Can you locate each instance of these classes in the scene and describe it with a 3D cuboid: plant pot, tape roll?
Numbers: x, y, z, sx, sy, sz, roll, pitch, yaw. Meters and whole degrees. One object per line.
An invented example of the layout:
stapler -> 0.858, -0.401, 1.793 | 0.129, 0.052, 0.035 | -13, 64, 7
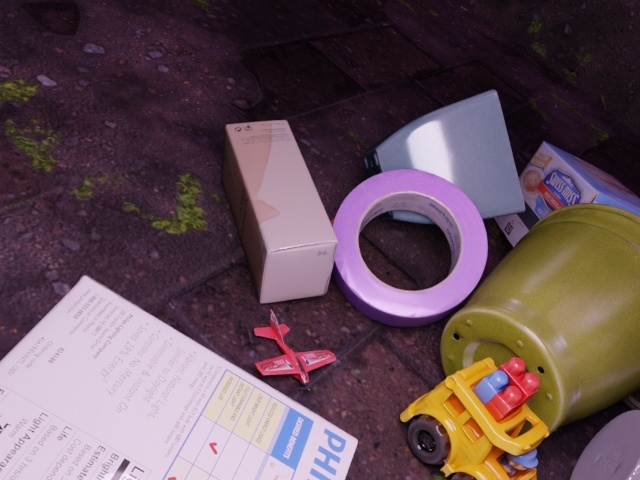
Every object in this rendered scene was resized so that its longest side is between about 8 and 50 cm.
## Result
plant pot -> 0.233, -0.143, 1.452 | 0.252, 0.247, 0.248 | -16, 94, -7
tape roll -> 0.155, 0.014, 1.267 | 0.275, 0.090, 0.275 | 1, 71, -2
plant pot -> 0.406, 0.159, 1.228 | 0.353, 0.366, 0.366 | -24, 63, -37

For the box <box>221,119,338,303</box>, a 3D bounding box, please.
box -> -0.080, -0.057, 1.232 | 0.121, 0.148, 0.311 | -7, 49, -18

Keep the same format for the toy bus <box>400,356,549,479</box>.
toy bus -> 0.265, 0.285, 1.063 | 0.149, 0.211, 0.220 | -11, 56, -45

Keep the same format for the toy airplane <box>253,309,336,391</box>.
toy airplane -> -0.053, 0.176, 1.104 | 0.151, 0.028, 0.151 | 21, 37, -17

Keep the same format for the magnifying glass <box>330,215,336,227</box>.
magnifying glass -> 0.000, 0.000, 1.349 | 0.092, 0.026, 0.231 | 38, 39, 7

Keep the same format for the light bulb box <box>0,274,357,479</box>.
light bulb box -> -0.203, 0.289, 0.701 | 0.361, 0.225, 0.358 | 32, 36, -3

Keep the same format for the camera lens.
camera lens -> 0.565, 0.429, 1.110 | 0.274, 0.219, 0.219 | 36, 37, 4

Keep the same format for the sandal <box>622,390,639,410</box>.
sandal -> 0.733, 0.309, 1.476 | 0.303, 0.086, 0.120 | 16, 39, -15

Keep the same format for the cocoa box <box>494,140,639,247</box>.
cocoa box -> 0.580, -0.035, 1.573 | 0.231, 0.228, 0.347 | 24, 22, -13
